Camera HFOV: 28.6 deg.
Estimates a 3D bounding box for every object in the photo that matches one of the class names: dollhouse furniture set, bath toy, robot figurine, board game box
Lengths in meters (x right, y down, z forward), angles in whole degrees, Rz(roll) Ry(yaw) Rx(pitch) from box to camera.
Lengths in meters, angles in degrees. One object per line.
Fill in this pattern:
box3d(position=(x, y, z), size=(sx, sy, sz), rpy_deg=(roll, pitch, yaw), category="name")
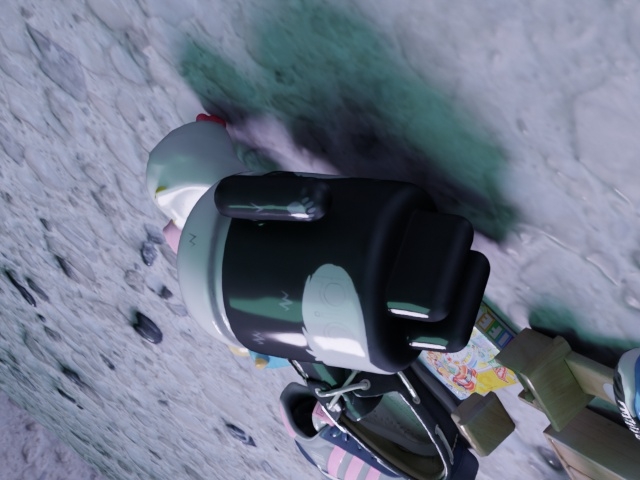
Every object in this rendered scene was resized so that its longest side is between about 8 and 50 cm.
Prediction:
box3d(position=(0.176, 0.314, 1.128), size=(0.303, 0.355, 0.174), rpy_deg=(57, 164, -28), category="dollhouse furniture set")
box3d(position=(-0.098, 0.000, 1.348), size=(0.151, 0.129, 0.348), rpy_deg=(-8, 140, 12), category="bath toy")
box3d(position=(0.006, 0.023, 1.124), size=(0.278, 0.173, 0.209), rpy_deg=(6, 112, 28), category="robot figurine")
box3d(position=(0.145, 0.108, 1.267), size=(0.103, 0.026, 0.154), rpy_deg=(44, 156, -4), category="board game box")

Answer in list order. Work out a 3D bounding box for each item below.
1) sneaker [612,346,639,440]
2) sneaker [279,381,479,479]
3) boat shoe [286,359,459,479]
box3d(position=(0.327, 0.156, 1.025), size=(0.211, 0.080, 0.081), rpy_deg=(39, 148, -12), category="sneaker")
box3d(position=(0.055, 0.247, 1.538), size=(0.131, 0.112, 0.319), rpy_deg=(50, 154, -25), category="sneaker")
box3d(position=(0.050, 0.157, 1.346), size=(0.114, 0.091, 0.302), rpy_deg=(-34, 121, 31), category="boat shoe")
